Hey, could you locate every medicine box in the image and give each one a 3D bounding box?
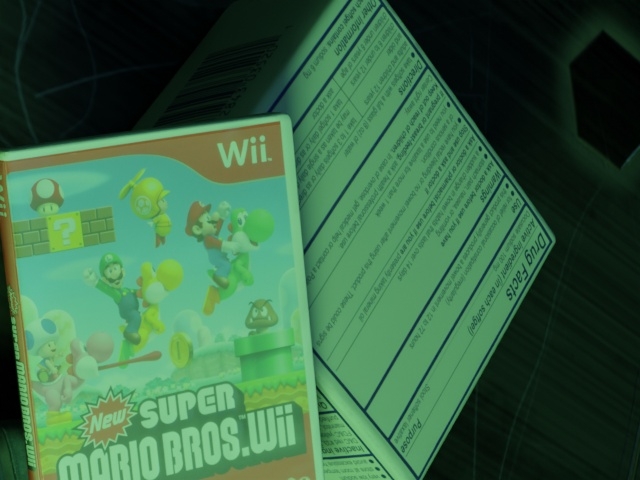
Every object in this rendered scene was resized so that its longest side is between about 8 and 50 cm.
[{"bbox_3d":[0.000,0.000,1.445,0.289,0.149,0.263,52,53,-26],"label":"medicine box"}]

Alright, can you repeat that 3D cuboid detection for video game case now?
[{"bbox_3d":[-0.096,0.071,1.250,0.204,0.025,0.285,-10,99,-31],"label":"video game case"}]

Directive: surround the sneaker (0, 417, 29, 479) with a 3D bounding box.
[{"bbox_3d":[-0.232,0.219,1.231,0.163,0.086,0.226,10,78,-41],"label":"sneaker"}]
